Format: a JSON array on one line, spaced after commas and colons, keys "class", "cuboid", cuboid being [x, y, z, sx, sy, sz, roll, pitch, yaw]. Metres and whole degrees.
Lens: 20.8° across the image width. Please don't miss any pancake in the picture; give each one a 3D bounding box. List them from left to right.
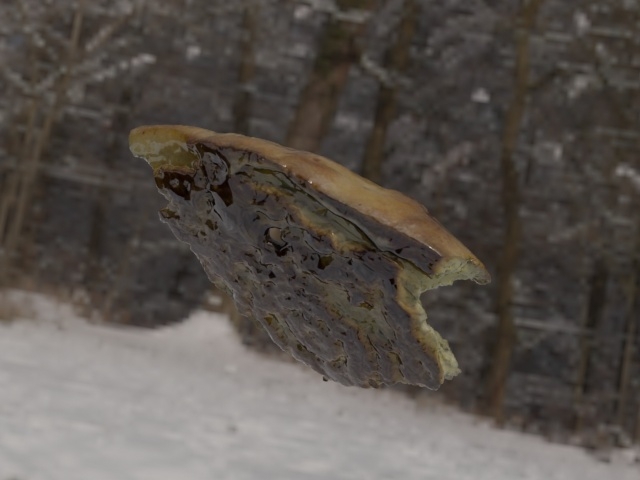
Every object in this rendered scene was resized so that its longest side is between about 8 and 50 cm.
[{"class": "pancake", "cuboid": [0.000, 0.000, 1.169, 0.257, 0.056, 0.212, 47, -35, -15]}]
